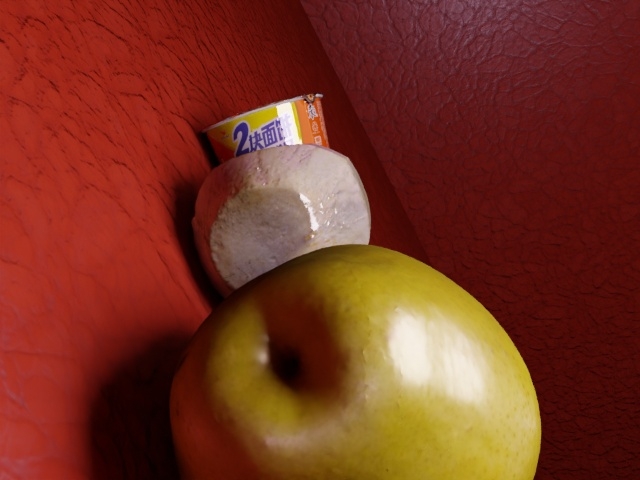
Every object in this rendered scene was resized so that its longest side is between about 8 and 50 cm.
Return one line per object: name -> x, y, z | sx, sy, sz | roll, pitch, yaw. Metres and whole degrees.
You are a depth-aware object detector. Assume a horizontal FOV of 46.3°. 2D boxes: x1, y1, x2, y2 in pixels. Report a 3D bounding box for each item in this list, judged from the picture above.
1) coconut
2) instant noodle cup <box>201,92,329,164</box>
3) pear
coconut -> -0.048, -0.017, 1.044 | 0.259, 0.259, 0.259 | 58, 16, -27
instant noodle cup -> -0.071, -0.131, 1.237 | 0.213, 0.213, 0.174 | -37, 110, -76
pear -> 0.035, 0.177, 0.763 | 0.418, 0.363, 0.362 | 52, 19, -54
